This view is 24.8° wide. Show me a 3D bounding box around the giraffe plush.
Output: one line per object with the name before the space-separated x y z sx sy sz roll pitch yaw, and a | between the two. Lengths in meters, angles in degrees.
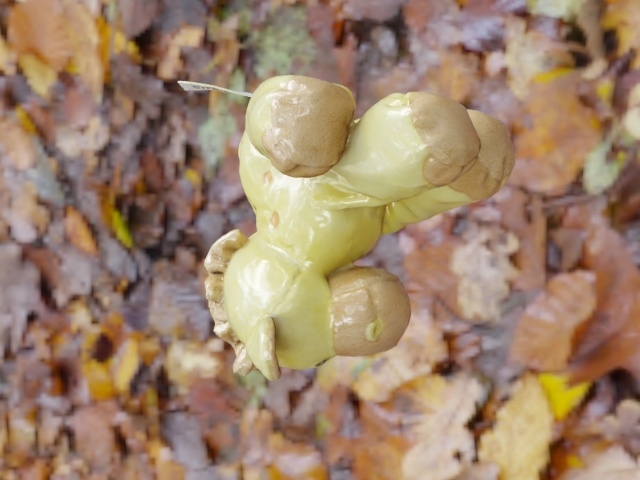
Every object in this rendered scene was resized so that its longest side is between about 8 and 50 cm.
giraffe plush | 0.000 0.000 0.863 0.210 0.181 0.170 8 89 27
